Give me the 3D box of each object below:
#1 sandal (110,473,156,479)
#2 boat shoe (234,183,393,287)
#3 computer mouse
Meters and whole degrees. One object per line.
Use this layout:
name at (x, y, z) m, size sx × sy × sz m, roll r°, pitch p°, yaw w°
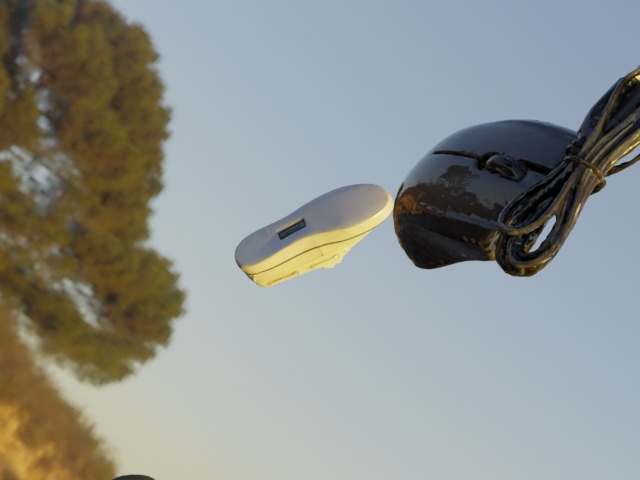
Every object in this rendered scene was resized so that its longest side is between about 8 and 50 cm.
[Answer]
sandal at (-0.183, 0.278, 1.365) m, size 0.067 × 0.040 × 0.179 m, roll -3°, pitch -34°, yaw -10°
boat shoe at (0.000, 0.000, 0.851) m, size 0.035 × 0.100 × 0.035 m, roll 56°, pitch 10°, yaw -46°
computer mouse at (0.127, -0.048, 1.046) m, size 0.072 × 0.188 × 0.272 m, roll 46°, pitch -20°, yaw -11°
